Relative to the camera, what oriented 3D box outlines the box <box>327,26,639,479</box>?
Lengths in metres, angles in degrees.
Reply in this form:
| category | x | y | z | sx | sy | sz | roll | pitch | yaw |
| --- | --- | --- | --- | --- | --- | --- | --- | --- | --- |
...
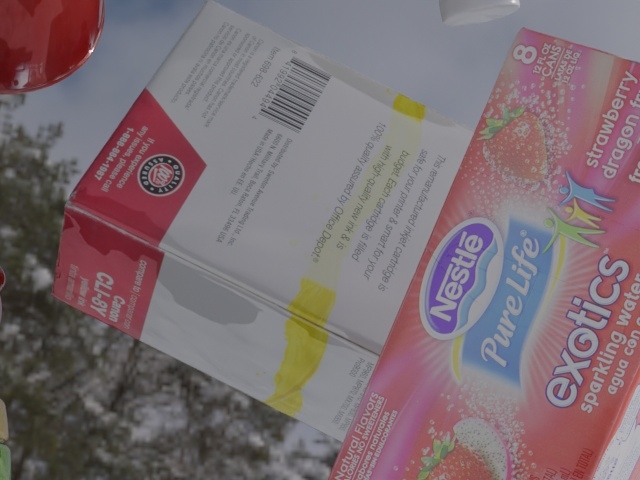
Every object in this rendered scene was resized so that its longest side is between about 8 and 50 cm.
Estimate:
| category | x | y | z | sx | sy | sz | roll | pitch | yaw |
| --- | --- | --- | --- | --- | --- | --- | --- | --- | --- |
| box | 0.141 | 0.049 | 0.758 | 0.142 | 0.300 | 0.154 | 23 | 0 | 26 |

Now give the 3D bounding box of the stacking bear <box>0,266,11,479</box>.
| category | x | y | z | sx | sy | sz | roll | pitch | yaw |
| --- | --- | --- | --- | --- | --- | --- | --- | --- | --- |
| stacking bear | -0.318 | 0.149 | 0.999 | 0.175 | 0.289 | 0.164 | 9 | -15 | -22 |

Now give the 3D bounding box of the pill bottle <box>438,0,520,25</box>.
| category | x | y | z | sx | sy | sz | roll | pitch | yaw |
| --- | --- | --- | --- | --- | --- | --- | --- | --- | --- |
| pill bottle | 0.134 | -0.301 | 1.196 | 0.103 | 0.184 | 0.103 | -11 | -2 | 0 |

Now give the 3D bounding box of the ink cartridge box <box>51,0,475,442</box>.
| category | x | y | z | sx | sy | sz | roll | pitch | yaw |
| --- | --- | --- | --- | --- | --- | --- | --- | --- | --- |
| ink cartridge box | 0.000 | 0.000 | 1.132 | 0.384 | 0.279 | 0.160 | 27 | -38 | 2 |

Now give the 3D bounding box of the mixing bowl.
| category | x | y | z | sx | sy | sz | roll | pitch | yaw |
| --- | --- | --- | --- | --- | --- | --- | --- | --- | --- |
| mixing bowl | -0.227 | -0.202 | 0.878 | 0.181 | 0.181 | 0.098 | 15 | -33 | -17 |
